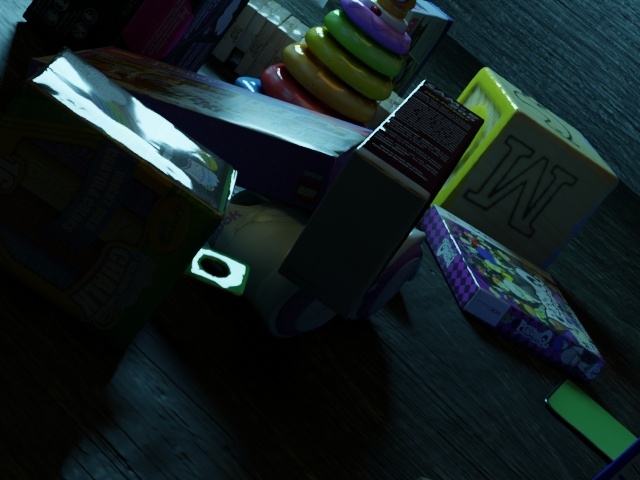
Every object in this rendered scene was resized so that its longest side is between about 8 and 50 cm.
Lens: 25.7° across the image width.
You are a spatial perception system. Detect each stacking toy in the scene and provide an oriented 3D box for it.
[{"bbox_3d":[0.052,-0.240,1.736,0.175,0.302,0.165,45,17,19],"label":"stacking toy"}]

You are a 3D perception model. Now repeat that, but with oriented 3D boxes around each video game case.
[{"bbox_3d":[0.239,0.064,1.774,0.210,0.042,0.232,30,18,-22],"label":"video game case"}]

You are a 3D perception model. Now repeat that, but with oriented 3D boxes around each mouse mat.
[{"bbox_3d":[0.339,0.232,1.600,0.189,0.007,0.152,43,17,11],"label":"mouse mat"}]

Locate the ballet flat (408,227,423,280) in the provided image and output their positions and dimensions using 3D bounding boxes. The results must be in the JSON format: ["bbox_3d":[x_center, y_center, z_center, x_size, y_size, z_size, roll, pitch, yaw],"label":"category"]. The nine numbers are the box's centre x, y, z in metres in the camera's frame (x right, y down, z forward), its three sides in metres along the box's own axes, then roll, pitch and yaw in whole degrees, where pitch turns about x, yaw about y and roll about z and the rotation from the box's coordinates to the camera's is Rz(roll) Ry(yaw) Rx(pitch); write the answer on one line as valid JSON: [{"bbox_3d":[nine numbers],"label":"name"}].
[{"bbox_3d":[0.067,-0.026,1.615,0.077,0.077,0.231,17,23,-11],"label":"ballet flat"}]

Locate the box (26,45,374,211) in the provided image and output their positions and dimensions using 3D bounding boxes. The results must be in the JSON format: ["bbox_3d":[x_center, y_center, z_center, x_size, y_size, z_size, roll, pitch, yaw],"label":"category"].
[{"bbox_3d":[-0.107,-0.110,1.320,0.293,0.057,0.201,19,15,9],"label":"box"}]

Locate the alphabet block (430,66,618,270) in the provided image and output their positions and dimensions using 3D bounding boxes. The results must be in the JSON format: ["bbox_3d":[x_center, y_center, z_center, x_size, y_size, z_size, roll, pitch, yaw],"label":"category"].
[{"bbox_3d":[0.273,-0.099,2.018,0.197,0.193,0.192,31,16,-23],"label":"alphabet block"}]

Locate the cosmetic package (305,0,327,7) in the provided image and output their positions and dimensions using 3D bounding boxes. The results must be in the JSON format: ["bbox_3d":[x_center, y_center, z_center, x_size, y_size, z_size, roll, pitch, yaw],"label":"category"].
[{"bbox_3d":[-0.175,-0.498,2.076,0.377,0.097,0.284,30,-3,35],"label":"cosmetic package"}]

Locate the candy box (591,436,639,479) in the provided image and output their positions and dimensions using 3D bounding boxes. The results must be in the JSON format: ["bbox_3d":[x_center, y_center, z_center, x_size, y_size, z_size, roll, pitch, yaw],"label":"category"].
[{"bbox_3d":[0.465,0.199,1.398,0.268,0.317,0.122,17,32,-48],"label":"candy box"}]

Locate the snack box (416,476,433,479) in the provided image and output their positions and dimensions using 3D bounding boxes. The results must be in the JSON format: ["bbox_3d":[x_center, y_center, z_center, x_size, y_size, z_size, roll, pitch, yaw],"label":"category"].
[{"bbox_3d":[0.203,0.295,1.050,0.322,0.060,0.187,25,20,-37],"label":"snack box"}]

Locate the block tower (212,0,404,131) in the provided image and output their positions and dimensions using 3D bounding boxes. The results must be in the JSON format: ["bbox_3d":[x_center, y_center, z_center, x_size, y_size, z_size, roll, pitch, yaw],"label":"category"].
[{"bbox_3d":[-0.005,-0.214,1.908,0.335,0.097,0.091,35,24,-3],"label":"block tower"}]

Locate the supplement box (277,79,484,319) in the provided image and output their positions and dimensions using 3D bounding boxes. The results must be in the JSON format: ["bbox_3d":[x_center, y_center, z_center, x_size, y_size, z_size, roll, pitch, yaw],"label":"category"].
[{"bbox_3d":[0.057,-0.041,1.191,0.073,0.130,0.239,34,27,3],"label":"supplement box"}]

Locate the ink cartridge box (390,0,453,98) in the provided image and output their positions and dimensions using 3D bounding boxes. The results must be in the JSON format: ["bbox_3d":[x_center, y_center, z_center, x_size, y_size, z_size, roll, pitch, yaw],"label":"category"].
[{"bbox_3d":[0.116,-0.293,2.217,0.065,0.186,0.311,38,16,9],"label":"ink cartridge box"}]

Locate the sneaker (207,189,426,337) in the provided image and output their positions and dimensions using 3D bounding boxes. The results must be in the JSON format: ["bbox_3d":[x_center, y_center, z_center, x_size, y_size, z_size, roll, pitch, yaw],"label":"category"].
[{"bbox_3d":[0.000,0.000,1.315,0.152,0.114,0.305,44,18,17],"label":"sneaker"}]

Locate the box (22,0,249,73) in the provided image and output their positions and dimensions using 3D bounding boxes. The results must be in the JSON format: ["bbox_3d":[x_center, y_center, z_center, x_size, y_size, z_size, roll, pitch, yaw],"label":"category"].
[{"bbox_3d":[-0.168,-0.289,1.500,0.163,0.247,0.142,41,15,8],"label":"box"}]

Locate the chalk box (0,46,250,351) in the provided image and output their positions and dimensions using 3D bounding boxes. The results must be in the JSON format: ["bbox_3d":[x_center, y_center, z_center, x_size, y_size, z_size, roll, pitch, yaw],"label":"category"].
[{"bbox_3d":[-0.149,-0.019,1.033,0.213,0.132,0.132,36,15,-9],"label":"chalk box"}]
